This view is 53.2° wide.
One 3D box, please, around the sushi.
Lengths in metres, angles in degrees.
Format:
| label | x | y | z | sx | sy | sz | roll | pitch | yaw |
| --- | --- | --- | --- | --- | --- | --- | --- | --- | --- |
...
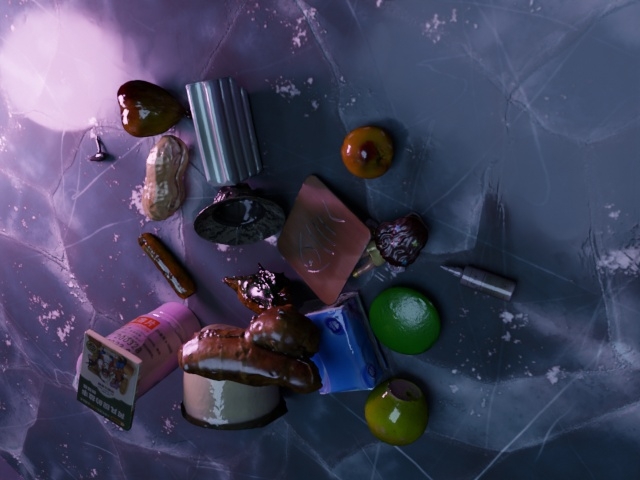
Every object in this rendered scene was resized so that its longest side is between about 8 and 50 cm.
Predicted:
| label | x | y | z | sx | sy | sz | roll | pitch | yaw |
| --- | --- | --- | --- | --- | --- | --- | --- | --- | --- |
| sushi | -0.165 | 0.145 | 1.934 | 0.287 | 0.149 | 0.140 | 25 | 151 | 45 |

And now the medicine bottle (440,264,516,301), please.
| label | x | y | z | sx | sy | sz | roll | pitch | yaw |
| --- | --- | --- | --- | --- | --- | --- | --- | --- | --- |
| medicine bottle | 0.407 | 0.100 | 1.670 | 0.199 | 0.057 | 0.057 | 21 | 118 | 18 |

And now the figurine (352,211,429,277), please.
| label | x | y | z | sx | sy | sz | roll | pitch | yaw |
| --- | --- | --- | --- | --- | --- | --- | --- | --- | --- |
| figurine | 0.180 | 0.017 | 1.717 | 0.240 | 0.116 | 0.174 | -31 | 93 | 33 |

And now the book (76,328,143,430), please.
| label | x | y | z | sx | sy | sz | roll | pitch | yaw |
| --- | --- | --- | --- | --- | --- | --- | --- | --- | --- |
| book | -0.620 | 0.412 | 1.872 | 0.202 | 0.027 | 0.264 | 26 | 118 | 15 |

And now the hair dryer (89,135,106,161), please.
| label | x | y | z | sx | sy | sz | roll | pitch | yaw |
| --- | --- | --- | --- | --- | --- | --- | --- | --- | --- |
| hair dryer | -0.739 | -0.303 | 2.115 | 0.079 | 0.031 | 0.083 | -4 | 94 | 37 |

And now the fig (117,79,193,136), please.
| label | x | y | z | sx | sy | sz | roll | pitch | yaw |
| --- | --- | --- | --- | --- | --- | --- | --- | --- | --- |
| fig | -0.470 | -0.376 | 1.888 | 0.274 | 0.145 | 0.170 | 12 | 116 | 10 |

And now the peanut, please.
| label | x | y | z | sx | sy | sz | roll | pitch | yaw |
| --- | --- | --- | --- | --- | --- | --- | --- | --- | --- |
| peanut | -0.477 | -0.187 | 1.963 | 0.130 | 0.130 | 0.290 | 23 | 118 | 17 |

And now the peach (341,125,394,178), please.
| label | x | y | z | sx | sy | sz | roll | pitch | yaw |
| --- | --- | --- | --- | --- | --- | --- | --- | --- | --- |
| peach | 0.118 | -0.230 | 1.647 | 0.138 | 0.138 | 0.138 | 10 | 114 | 23 |

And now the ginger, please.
| label | x | y | z | sx | sy | sz | roll | pitch | yaw |
| --- | --- | --- | --- | --- | --- | --- | --- | --- | --- |
| ginger | -0.191 | 0.288 | 1.774 | 0.418 | 0.176 | 0.254 | -1 | 70 | 14 |

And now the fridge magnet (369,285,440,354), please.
| label | x | y | z | sx | sy | sz | roll | pitch | yaw |
| --- | --- | --- | --- | --- | --- | --- | --- | --- | --- |
| fridge magnet | 0.236 | 0.223 | 1.788 | 0.208 | 0.088 | 0.208 | 9 | 113 | 24 |

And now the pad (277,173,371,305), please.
| label | x | y | z | sx | sy | sz | roll | pitch | yaw |
| --- | --- | --- | --- | --- | --- | --- | --- | --- | --- |
| pad | 0.000 | 0.000 | 1.795 | 0.286 | 0.018 | 0.284 | 47 | 126 | 31 |

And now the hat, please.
| label | x | y | z | sx | sy | sz | roll | pitch | yaw |
| --- | --- | --- | --- | --- | --- | --- | --- | --- | --- |
| hat | -0.244 | -0.097 | 1.872 | 0.265 | 0.265 | 0.128 | -40 | 49 | 33 |

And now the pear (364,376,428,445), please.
| label | x | y | z | sx | sy | sz | roll | pitch | yaw |
| --- | --- | --- | --- | --- | --- | --- | --- | --- | --- |
| pear | 0.220 | 0.508 | 1.858 | 0.187 | 0.187 | 0.219 | 21 | 119 | 18 |

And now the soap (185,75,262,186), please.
| label | x | y | z | sx | sy | sz | roll | pitch | yaw |
| --- | --- | --- | --- | --- | --- | --- | --- | --- | --- |
| soap | -0.265 | -0.304 | 1.780 | 0.095 | 0.173 | 0.289 | -1 | 109 | 28 |

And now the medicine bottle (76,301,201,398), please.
| label | x | y | z | sx | sy | sz | roll | pitch | yaw |
| --- | --- | --- | --- | --- | --- | --- | --- | --- | --- |
| medicine bottle | -0.574 | 0.363 | 2.077 | 0.219 | 0.388 | 0.219 | 11 | 114 | 25 |

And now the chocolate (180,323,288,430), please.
| label | x | y | z | sx | sy | sz | roll | pitch | yaw |
| --- | --- | --- | --- | --- | --- | --- | --- | --- | --- |
| chocolate | -0.269 | 0.410 | 2.015 | 0.314 | 0.326 | 0.297 | 10 | 97 | 30 |

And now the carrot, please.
| label | x | y | z | sx | sy | sz | roll | pitch | yaw |
| --- | --- | --- | --- | --- | --- | --- | --- | --- | --- |
| carrot | -0.512 | 0.082 | 2.125 | 0.260 | 0.070 | 0.070 | 50 | 123 | 2 |

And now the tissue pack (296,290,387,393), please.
| label | x | y | z | sx | sy | sz | roll | pitch | yaw |
| --- | --- | --- | --- | --- | --- | --- | --- | --- | --- |
| tissue pack | 0.051 | 0.302 | 1.878 | 0.198 | 0.146 | 0.263 | -14 | 102 | 30 |
